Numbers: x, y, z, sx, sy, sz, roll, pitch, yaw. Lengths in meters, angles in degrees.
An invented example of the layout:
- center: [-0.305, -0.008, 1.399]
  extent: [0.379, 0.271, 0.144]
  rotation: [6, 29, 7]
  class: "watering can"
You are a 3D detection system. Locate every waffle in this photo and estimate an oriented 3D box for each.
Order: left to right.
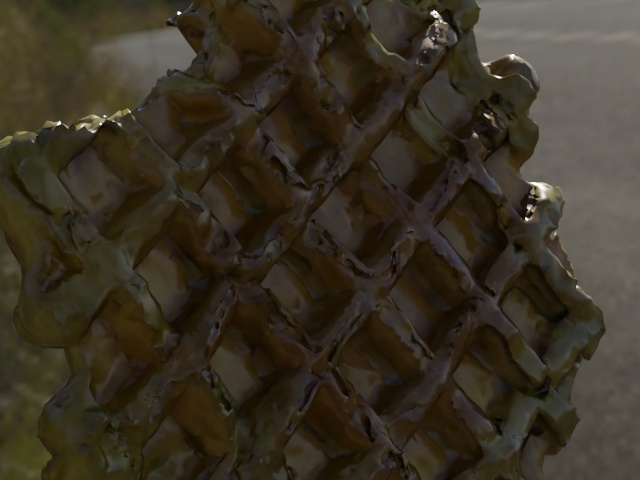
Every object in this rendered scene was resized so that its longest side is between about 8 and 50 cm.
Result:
- center: [-0.001, 0.001, 0.711]
  extent: [0.291, 0.291, 0.051]
  rotation: [-17, -4, -44]
  class: "waffle"
